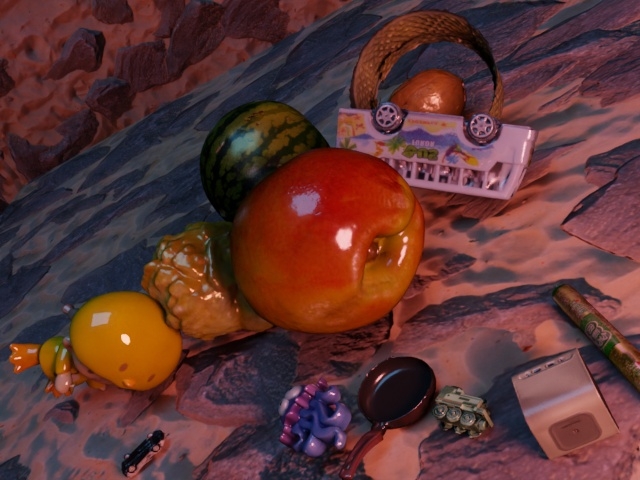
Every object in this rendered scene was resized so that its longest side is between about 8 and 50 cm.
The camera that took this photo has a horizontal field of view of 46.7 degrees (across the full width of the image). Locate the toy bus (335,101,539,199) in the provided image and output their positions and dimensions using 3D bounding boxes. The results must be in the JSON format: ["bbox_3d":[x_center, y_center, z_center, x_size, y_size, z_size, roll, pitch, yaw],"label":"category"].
[{"bbox_3d":[0.190,-0.153,1.247,0.329,0.136,0.109,10,8,19],"label":"toy bus"}]

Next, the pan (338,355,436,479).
[{"bbox_3d":[0.084,0.238,0.980,0.114,0.040,0.212,-8,33,39],"label":"pan"}]

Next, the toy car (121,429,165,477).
[{"bbox_3d":[-0.293,0.354,1.234,0.093,0.025,0.041,-41,30,-3],"label":"toy car"}]

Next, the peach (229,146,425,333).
[{"bbox_3d":[0.000,0.000,1.186,0.308,0.308,0.332,-48,25,-23],"label":"peach"}]

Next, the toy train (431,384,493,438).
[{"bbox_3d":[0.179,0.213,0.924,0.083,0.033,0.053,3,42,49],"label":"toy train"}]

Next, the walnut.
[{"bbox_3d":[0.220,-0.279,1.532,0.180,0.144,0.144,-37,26,21],"label":"walnut"}]

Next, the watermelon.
[{"bbox_3d":[-0.108,-0.147,1.533,0.285,0.285,0.285,-27,29,16],"label":"watermelon"}]

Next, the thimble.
[{"bbox_3d":[0.201,-0.277,1.381,0.270,0.271,0.150,-26,-11,17],"label":"thimble"}]

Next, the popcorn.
[{"bbox_3d":[-0.187,0.067,1.359,0.266,0.192,0.233,25,33,10],"label":"popcorn"}]

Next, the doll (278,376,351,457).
[{"bbox_3d":[-0.009,0.247,1.036,0.110,0.067,0.206,-54,21,-13],"label":"doll"}]

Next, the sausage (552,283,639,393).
[{"bbox_3d":[0.345,0.120,0.884,0.032,0.033,0.269,-33,28,5],"label":"sausage"}]

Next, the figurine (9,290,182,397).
[{"bbox_3d":[-0.425,0.209,1.401,0.343,0.215,0.187,-18,59,28],"label":"figurine"}]

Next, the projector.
[{"bbox_3d":[0.269,0.180,0.819,0.082,0.083,0.083,-28,29,15],"label":"projector"}]
